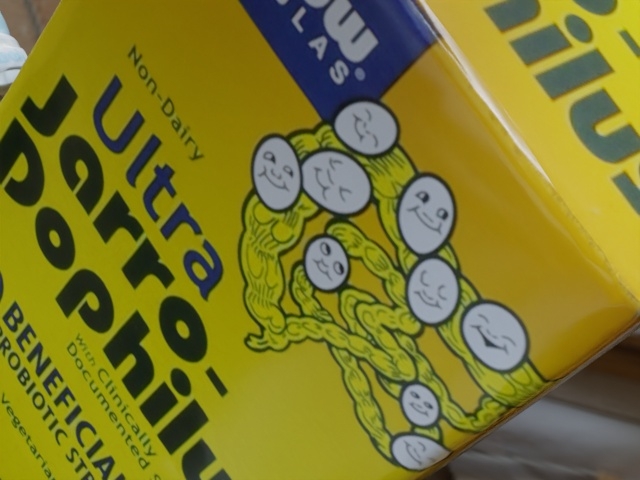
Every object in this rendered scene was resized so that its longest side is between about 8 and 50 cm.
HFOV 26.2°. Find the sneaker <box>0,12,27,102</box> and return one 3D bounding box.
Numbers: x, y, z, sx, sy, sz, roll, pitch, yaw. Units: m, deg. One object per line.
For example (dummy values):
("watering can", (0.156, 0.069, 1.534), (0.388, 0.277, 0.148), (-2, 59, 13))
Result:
("sneaker", (-0.322, -0.090, 0.920), (0.135, 0.366, 0.150), (-19, 83, -52))

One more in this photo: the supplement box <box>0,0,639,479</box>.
("supplement box", (0.000, 0.000, 0.532), (0.195, 0.356, 0.194), (-26, 76, -43))
